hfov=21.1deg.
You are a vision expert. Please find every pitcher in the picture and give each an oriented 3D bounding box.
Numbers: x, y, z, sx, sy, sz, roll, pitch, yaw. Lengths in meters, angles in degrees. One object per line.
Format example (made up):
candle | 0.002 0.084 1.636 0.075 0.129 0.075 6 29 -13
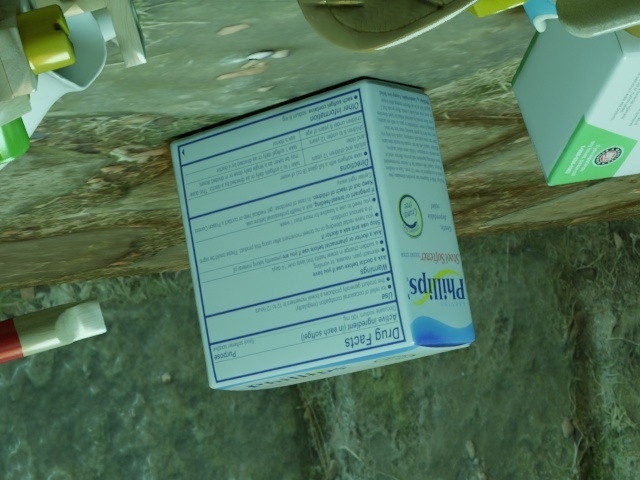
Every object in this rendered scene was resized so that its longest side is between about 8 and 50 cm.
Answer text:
pitcher | -0.252 -0.120 1.324 0.207 0.125 0.178 -27 -179 27

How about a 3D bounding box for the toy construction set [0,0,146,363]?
toy construction set | -0.183 -0.088 0.995 0.237 0.309 0.257 -14 -179 -8

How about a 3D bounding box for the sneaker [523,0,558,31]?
sneaker | 0.247 -0.215 1.348 0.228 0.092 0.087 -9 171 -23

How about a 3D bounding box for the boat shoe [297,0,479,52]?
boat shoe | 0.142 -0.229 1.067 0.341 0.122 0.110 -20 -161 12

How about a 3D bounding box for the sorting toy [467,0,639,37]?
sorting toy | 0.221 -0.212 1.129 0.307 0.041 0.229 -14 -151 24

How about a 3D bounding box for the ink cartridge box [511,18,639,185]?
ink cartridge box | 0.344 -0.166 1.525 0.289 0.121 0.211 -8 152 -18

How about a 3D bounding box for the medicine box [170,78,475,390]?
medicine box | 0.000 0.000 1.876 0.263 0.289 0.149 -15 172 31

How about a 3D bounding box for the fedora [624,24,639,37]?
fedora | 0.246 -0.197 1.216 0.194 0.079 0.194 -21 -153 11
